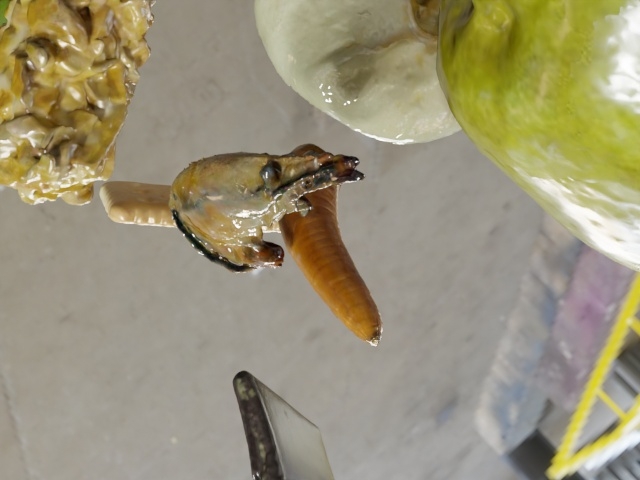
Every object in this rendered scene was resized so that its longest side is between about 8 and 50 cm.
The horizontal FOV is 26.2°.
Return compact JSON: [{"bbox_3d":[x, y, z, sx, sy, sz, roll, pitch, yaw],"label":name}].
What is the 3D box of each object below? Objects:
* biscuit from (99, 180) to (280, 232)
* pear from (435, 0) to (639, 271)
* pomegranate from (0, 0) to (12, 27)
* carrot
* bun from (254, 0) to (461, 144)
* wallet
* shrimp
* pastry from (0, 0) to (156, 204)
[{"bbox_3d":[-0.136,-0.042,1.656,0.249,0.160,0.030,3,102,-15],"label":"biscuit"},{"bbox_3d":[0.259,-0.133,0.676,0.413,0.352,0.352,-9,141,-25],"label":"pear"},{"bbox_3d":[-0.267,-0.218,1.176,0.270,0.254,0.254,-32,160,23],"label":"pomegranate"},{"bbox_3d":[0.000,0.001,1.225,0.066,0.271,0.062,29,119,-28],"label":"carrot"},{"bbox_3d":[0.075,-0.237,1.436,0.287,0.287,0.146,-22,159,-37],"label":"bun"},{"bbox_3d":[-0.034,0.262,1.600,0.049,0.182,0.229,-22,148,9],"label":"wallet"},{"bbox_3d":[-0.029,-0.033,1.149,0.117,0.262,0.066,49,58,-28],"label":"shrimp"},{"bbox_3d":[-0.184,-0.152,1.003,0.102,0.154,0.250,14,81,-26],"label":"pastry"}]
